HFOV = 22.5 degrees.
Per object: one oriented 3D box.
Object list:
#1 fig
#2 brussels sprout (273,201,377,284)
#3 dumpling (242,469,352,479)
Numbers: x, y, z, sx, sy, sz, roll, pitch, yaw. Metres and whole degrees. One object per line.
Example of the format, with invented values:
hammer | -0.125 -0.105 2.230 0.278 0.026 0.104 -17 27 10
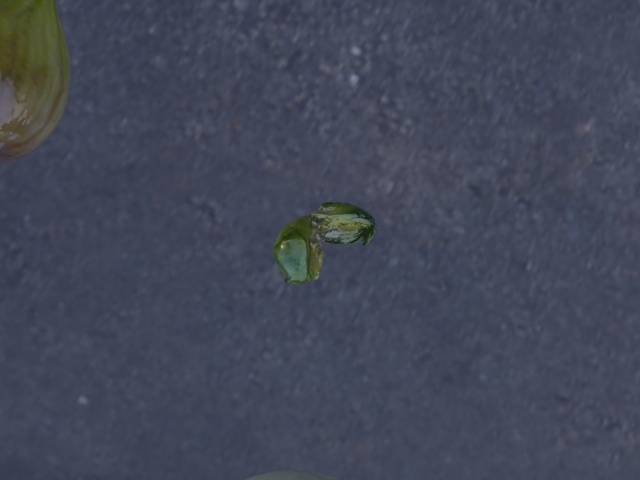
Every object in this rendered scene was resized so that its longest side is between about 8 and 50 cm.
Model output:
fig | -0.250 -0.156 1.334 0.231 0.143 0.160 -30 160 5
brussels sprout | 0.000 -0.001 1.256 0.051 0.083 0.046 53 163 14
dumpling | 0.000 0.306 1.458 0.318 0.187 0.243 40 173 -1
